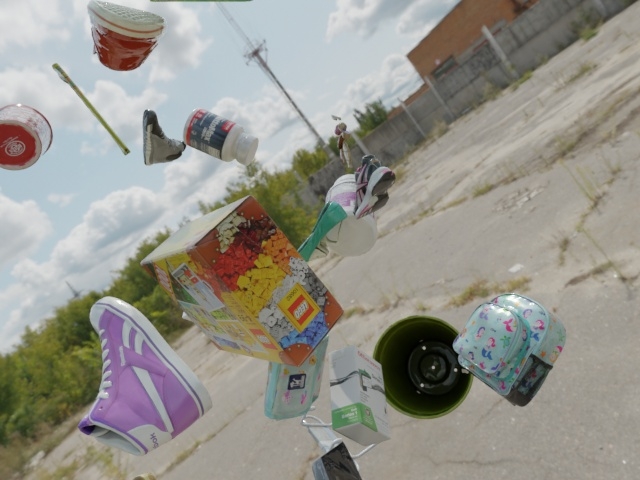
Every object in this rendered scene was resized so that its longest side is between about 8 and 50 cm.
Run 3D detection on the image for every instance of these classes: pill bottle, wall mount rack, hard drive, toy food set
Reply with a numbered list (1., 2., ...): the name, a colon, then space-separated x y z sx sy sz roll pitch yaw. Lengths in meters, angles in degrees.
1. pill bottle: -0.263 -0.272 1.286 0.108 0.180 0.108 23 -90 -87
2. wall mount rack: 0.095 0.784 1.971 0.350 0.304 0.130 34 103 50
3. hard drive: 0.069 0.678 1.260 0.054 0.255 0.172 -32 -18 19
4. pill bottle: 0.096 -0.094 1.563 0.169 0.169 0.301 -35 25 23
5. toy food set: 0.055 -0.238 1.145 0.019 0.122 0.078 -19 26 -13

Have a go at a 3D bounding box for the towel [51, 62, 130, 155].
1. towel: -0.541 -0.306 1.142 0.021 0.237 0.102 -39 13 -9

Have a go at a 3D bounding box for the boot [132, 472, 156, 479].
1. boot: -0.335 0.654 1.180 0.095 0.262 0.203 -32 -6 29

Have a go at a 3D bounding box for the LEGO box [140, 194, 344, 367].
1. LEGO box: -0.233 0.119 1.290 0.193 0.372 0.500 -46 18 -28

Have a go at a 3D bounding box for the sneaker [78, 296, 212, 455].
1. sneaker: -0.317 0.204 0.743 0.161 0.282 0.102 -32 -36 -37

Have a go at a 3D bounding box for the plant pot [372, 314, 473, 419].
1. plant pot: 0.425 0.499 1.896 0.366 0.366 0.353 -36 -25 8

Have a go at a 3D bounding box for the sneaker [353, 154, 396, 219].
1. sneaker: 0.101 -0.114 0.994 0.072 0.077 0.178 -22 -21 -23

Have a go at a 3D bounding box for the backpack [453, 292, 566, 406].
1. backpack: 0.492 0.263 1.254 0.253 0.191 0.225 -52 24 -2

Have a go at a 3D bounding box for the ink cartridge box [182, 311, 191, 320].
1. ink cartridge box: -0.411 0.204 1.900 0.273 0.115 0.198 -24 48 41

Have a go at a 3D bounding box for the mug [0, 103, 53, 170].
1. mug: -0.588 -0.179 0.924 0.169 0.113 0.150 37 104 57

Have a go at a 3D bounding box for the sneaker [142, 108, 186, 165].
1. sneaker: -0.488 -0.325 1.515 0.132 0.086 0.229 -4 -27 -23

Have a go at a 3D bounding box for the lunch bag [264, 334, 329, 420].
1. lunch bag: -0.083 0.396 1.452 0.160 0.223 0.262 11 3 17

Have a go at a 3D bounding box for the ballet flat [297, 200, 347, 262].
1. ballet flat: 0.000 0.000 1.396 0.247 0.087 0.083 -57 -5 28

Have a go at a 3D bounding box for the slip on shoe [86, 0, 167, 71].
1. slip on shoe: -0.338 -0.344 0.831 0.123 0.101 0.331 4 14 -27

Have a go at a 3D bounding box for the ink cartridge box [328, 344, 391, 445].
1. ink cartridge box: 0.103 0.416 1.302 0.092 0.160 0.219 -26 44 24
